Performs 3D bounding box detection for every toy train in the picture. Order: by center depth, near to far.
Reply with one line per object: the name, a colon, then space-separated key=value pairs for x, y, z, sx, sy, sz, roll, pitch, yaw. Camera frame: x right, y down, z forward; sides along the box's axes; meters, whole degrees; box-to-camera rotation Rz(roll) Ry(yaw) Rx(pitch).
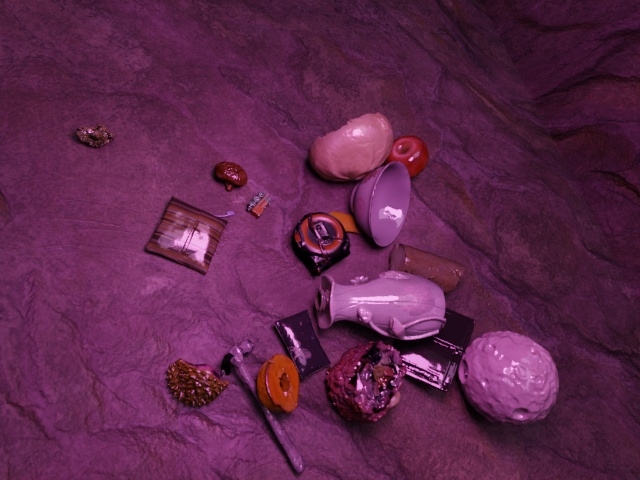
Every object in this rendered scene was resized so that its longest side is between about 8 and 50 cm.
toy train: x=-0.229 y=-0.138 z=1.576 sx=0.064 sy=0.044 sz=0.103 roll=41 pitch=58 yaw=-6

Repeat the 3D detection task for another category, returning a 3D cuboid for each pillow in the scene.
pillow: x=-0.442 y=-0.021 z=1.407 sx=0.208 sy=0.052 sz=0.212 roll=24 pitch=64 yaw=-15
pillow: x=-0.058 y=0.346 z=1.412 sx=0.141 sy=0.055 sz=0.208 roll=-16 pitch=74 yaw=-38

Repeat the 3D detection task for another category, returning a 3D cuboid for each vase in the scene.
vase: x=0.205 y=0.227 z=1.484 sx=0.446 sy=0.250 sz=0.249 roll=6 pitch=64 yaw=-15

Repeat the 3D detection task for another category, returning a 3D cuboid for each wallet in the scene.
wallet: x=0.420 y=0.382 z=1.574 sx=0.247 sy=0.041 sz=0.322 roll=23 pitch=61 yaw=16

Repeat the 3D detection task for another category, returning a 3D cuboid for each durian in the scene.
durian: x=-0.358 y=0.412 z=1.204 sx=0.187 sy=0.108 sz=0.119 roll=31 pitch=56 yaw=-9

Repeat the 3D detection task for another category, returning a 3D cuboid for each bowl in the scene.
bowl: x=0.223 y=-0.157 z=1.700 sx=0.157 sy=0.345 sz=0.345 roll=15 pitch=47 yaw=34

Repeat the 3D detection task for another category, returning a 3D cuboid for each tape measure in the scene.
tape measure: x=0.000 y=0.000 z=1.562 sx=0.202 sy=0.135 sz=0.222 roll=-30 pitch=76 yaw=-25

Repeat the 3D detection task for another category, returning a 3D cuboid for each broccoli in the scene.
broccoli: x=-0.754 y=-0.354 z=1.403 sx=0.097 sy=0.092 sz=0.095 roll=48 pitch=67 yaw=-19

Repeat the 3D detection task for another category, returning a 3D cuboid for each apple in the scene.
apple: x=0.389 y=-0.371 z=1.895 sx=0.162 sy=0.201 sz=0.201 roll=46 pitch=38 yaw=-56

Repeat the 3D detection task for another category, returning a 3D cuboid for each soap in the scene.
soap: x=0.107 y=-0.074 z=1.710 sx=0.169 sy=0.033 sz=0.089 roll=6 pitch=64 yaw=-24

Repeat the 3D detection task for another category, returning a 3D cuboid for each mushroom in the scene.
mushroom: x=-0.331 y=-0.247 z=1.554 sx=0.126 sy=0.085 sz=0.109 roll=17 pitch=59 yaw=-23

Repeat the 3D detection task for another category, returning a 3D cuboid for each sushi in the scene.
sushi: x=0.169 y=0.467 z=1.394 sx=0.270 sy=0.171 sz=0.236 roll=-35 pitch=84 yaw=-39

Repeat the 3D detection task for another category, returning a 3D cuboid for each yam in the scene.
yam: x=0.427 y=0.122 z=1.692 sx=0.305 sy=0.168 sz=0.167 roll=19 pitch=59 yaw=-16

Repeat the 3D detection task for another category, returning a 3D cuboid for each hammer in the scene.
hammer: x=-0.160 y=0.508 z=1.275 sx=0.426 sy=0.044 sz=0.152 roll=57 pitch=26 yaw=1

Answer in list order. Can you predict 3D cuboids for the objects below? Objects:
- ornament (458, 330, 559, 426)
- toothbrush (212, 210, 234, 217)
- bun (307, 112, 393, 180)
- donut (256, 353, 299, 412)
ornament: x=0.667 y=0.498 z=1.524 sx=0.338 sy=0.337 sz=0.336 roll=11 pitch=62 yaw=-21
toothbrush: x=-0.398 y=-0.085 z=1.485 sx=0.193 sy=0.013 sz=0.019 roll=-11 pitch=65 yaw=-30
bun: x=0.138 y=-0.351 z=1.692 sx=0.365 sy=0.364 sz=0.202 roll=-24 pitch=90 yaw=-33
donut: x=-0.131 y=0.441 z=1.287 sx=0.162 sy=0.066 sz=0.178 roll=50 pitch=26 yaw=-26
